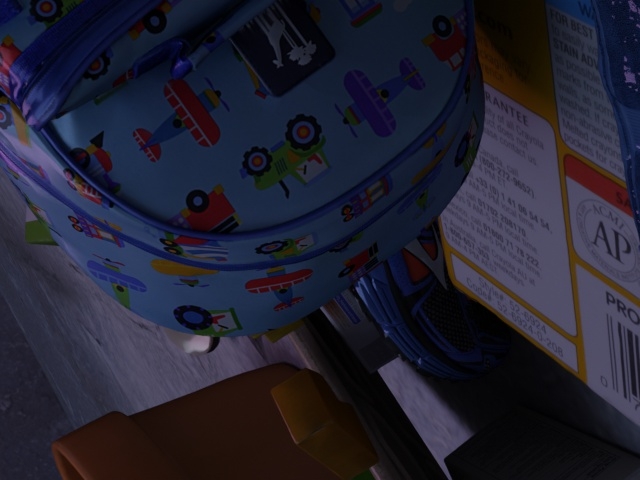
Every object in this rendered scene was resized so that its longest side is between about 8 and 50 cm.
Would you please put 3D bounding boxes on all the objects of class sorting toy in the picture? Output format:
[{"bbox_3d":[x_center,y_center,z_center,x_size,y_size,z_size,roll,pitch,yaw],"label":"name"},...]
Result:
[{"bbox_3d":[0.014,0.092,0.715,0.229,0.041,0.307,61,-173,33],"label":"sorting toy"}]

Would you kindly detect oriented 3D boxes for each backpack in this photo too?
[{"bbox_3d":[-0.032,-0.065,0.381,0.173,0.158,0.117,54,168,4],"label":"backpack"}]

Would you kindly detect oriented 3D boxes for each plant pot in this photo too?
[{"bbox_3d":[-0.064,0.238,1.128,0.291,0.203,0.291,49,160,24],"label":"plant pot"}]

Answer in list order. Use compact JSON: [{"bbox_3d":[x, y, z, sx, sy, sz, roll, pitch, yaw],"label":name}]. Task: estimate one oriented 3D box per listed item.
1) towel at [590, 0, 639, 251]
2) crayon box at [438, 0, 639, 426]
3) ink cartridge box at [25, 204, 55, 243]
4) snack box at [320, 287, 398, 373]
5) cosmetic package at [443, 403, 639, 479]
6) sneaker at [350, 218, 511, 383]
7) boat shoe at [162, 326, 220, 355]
[{"bbox_3d":[0.093,-0.033,0.312,0.067,0.029,0.119,31,148,50],"label":"towel"},{"bbox_3d":[0.107,-0.074,0.390,0.203,0.083,0.323,40,155,44],"label":"crayon box"},{"bbox_3d":[-0.146,-0.122,0.965,0.189,0.097,0.255,178,96,-69],"label":"ink cartridge box"},{"bbox_3d":[0.000,0.000,0.758,0.064,0.022,0.178,53,-172,-32],"label":"snack box"},{"bbox_3d":[0.123,0.132,0.711,0.115,0.060,0.041,22,142,63],"label":"cosmetic package"},{"bbox_3d":[0.044,-0.011,0.655,0.221,0.087,0.083,51,-168,-36],"label":"sneaker"},{"bbox_3d":[-0.135,0.061,1.283,0.137,0.049,0.043,42,-162,34],"label":"boat shoe"}]
